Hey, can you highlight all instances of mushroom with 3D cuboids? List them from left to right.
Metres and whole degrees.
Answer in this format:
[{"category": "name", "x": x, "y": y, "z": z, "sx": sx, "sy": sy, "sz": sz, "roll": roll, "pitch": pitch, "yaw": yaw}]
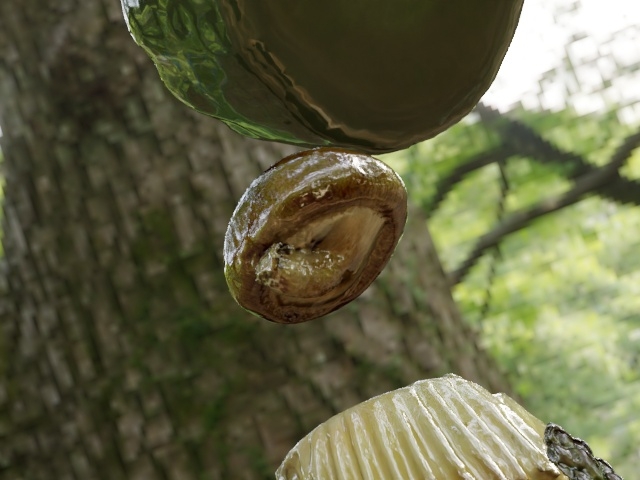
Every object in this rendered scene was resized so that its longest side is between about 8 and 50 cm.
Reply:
[{"category": "mushroom", "x": 0.000, "y": 0.000, "z": 1.174, "sx": 0.127, "sy": 0.087, "sz": 0.127, "roll": -21, "pitch": -33, "yaw": -15}]

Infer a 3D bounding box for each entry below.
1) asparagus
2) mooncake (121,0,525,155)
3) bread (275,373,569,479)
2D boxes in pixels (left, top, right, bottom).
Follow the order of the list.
[{"category": "asparagus", "x": 0.195, "y": 0.161, "z": 0.879, "sx": 0.024, "sy": 0.248, "sz": 0.025, "roll": -54, "pitch": -22, "yaw": 1}, {"category": "mooncake", "x": 0.006, "y": -0.247, "z": 1.562, "sx": 0.356, "sy": 0.356, "sz": 0.194, "roll": -16, "pitch": 21, "yaw": -36}, {"category": "bread", "x": 0.145, "y": 0.253, "z": 1.528, "sx": 0.388, "sy": 0.183, "sz": 0.236, "roll": 27, "pitch": -57, "yaw": -39}]
